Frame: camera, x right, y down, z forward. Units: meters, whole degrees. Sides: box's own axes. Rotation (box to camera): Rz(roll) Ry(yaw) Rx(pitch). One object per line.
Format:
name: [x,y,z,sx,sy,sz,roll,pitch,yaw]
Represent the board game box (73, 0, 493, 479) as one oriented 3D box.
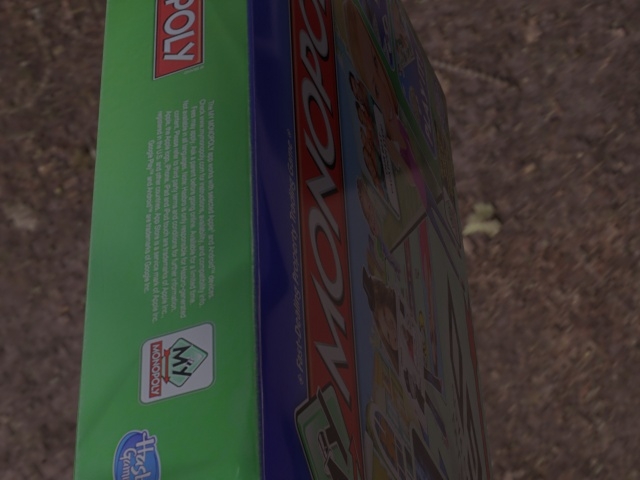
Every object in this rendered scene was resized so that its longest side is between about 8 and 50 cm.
board game box: [0.000,0.000,0.480,0.046,0.317,0.213,-15,138,14]
